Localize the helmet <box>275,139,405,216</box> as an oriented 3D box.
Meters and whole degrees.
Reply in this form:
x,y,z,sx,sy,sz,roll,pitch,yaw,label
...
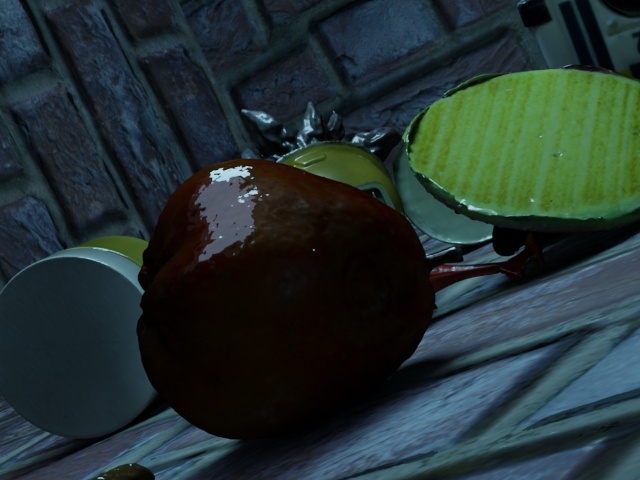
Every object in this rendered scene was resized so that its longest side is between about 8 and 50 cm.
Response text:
x,y,z,sx,sy,sz,roll,pitch,yaw,label
0.010,0.017,1.806,0.257,0.205,0.140,-53,30,0,helmet

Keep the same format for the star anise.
x,y,z,sx,sy,sz,roll,pitch,yaw,label
-0.022,-0.072,1.970,0.282,0.212,0.129,-35,-34,-4,star anise

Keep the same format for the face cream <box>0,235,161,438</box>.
x,y,z,sx,sy,sz,roll,pitch,yaw,label
-0.266,0.111,1.892,0.218,0.218,0.179,-25,2,14,face cream

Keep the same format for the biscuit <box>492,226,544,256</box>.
x,y,z,sx,sy,sz,roll,pitch,yaw,label
0.240,-0.069,1.710,0.235,0.063,0.151,-49,-18,-75,biscuit

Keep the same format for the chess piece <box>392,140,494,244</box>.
x,y,z,sx,sy,sz,roll,pitch,yaw,label
0.207,-0.092,2.035,0.182,0.182,0.330,-25,-2,12,chess piece

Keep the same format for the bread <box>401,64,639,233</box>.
x,y,z,sx,sy,sz,roll,pitch,yaw,label
0.224,-0.087,1.518,0.301,0.045,0.301,-3,33,2,bread

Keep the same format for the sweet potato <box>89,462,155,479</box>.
x,y,z,sx,sy,sz,roll,pitch,yaw,label
-0.213,0.222,1.250,0.214,0.050,0.050,-23,1,-37,sweet potato

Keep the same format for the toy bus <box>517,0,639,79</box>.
x,y,z,sx,sy,sz,roll,pitch,yaw,label
0.453,-0.241,1.621,0.440,0.249,0.209,-16,11,38,toy bus

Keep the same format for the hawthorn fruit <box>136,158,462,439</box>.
x,y,z,sx,sy,sz,roll,pitch,yaw,label
-0.016,0.044,1.242,0.260,0.224,0.224,-5,0,-9,hawthorn fruit

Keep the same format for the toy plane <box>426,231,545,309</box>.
x,y,z,sx,sy,sz,roll,pitch,yaw,label
0.110,0.040,1.478,0.194,0.126,0.077,7,46,9,toy plane

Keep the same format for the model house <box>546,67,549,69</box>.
x,y,z,sx,sy,sz,roll,pitch,yaw,label
0.382,-0.180,2.021,0.196,0.160,0.254,-27,2,-3,model house

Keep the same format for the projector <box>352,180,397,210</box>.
x,y,z,sx,sy,sz,roll,pitch,yaw,label
-0.032,0.049,1.602,0.269,0.088,0.193,-26,-33,3,projector
